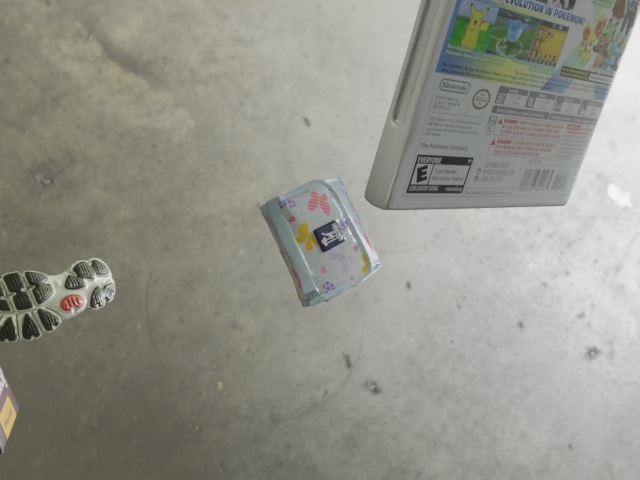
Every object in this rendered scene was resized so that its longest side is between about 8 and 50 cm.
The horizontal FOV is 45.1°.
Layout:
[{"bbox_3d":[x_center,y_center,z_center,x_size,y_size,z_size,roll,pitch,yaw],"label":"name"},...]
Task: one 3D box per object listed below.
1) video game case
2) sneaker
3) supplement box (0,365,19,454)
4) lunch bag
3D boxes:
[{"bbox_3d":[0.202,-0.174,0.768,0.329,0.299,0.036,-3,26,-43],"label":"video game case"},{"bbox_3d":[-0.285,0.068,0.774,0.170,0.071,0.068,-13,80,-56],"label":"sneaker"},{"bbox_3d":[-0.384,0.127,0.777,0.081,0.104,0.188,-18,109,-7],"label":"supplement box"},{"bbox_3d":[0.000,0.000,0.484,0.071,0.053,0.083,65,21,1],"label":"lunch bag"}]
